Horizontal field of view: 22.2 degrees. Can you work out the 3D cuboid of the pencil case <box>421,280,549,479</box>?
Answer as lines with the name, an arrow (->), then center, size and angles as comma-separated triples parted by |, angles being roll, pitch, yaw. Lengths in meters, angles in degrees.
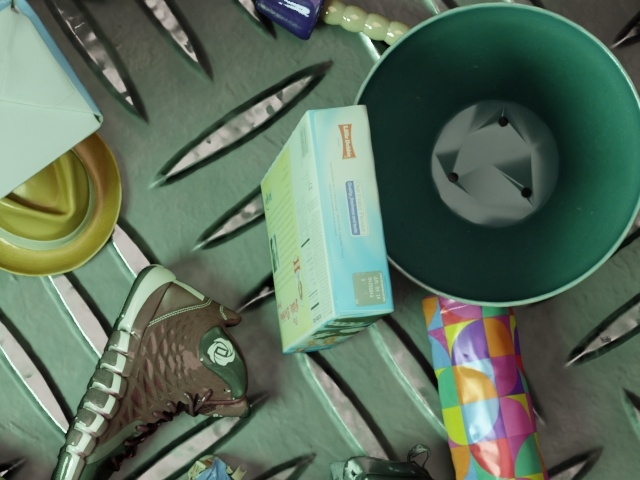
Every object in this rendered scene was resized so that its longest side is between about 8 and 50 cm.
pencil case -> 0.170, 0.160, 1.683 | 0.104, 0.104, 0.236 | -9, 84, -10

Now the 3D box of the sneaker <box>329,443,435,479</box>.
sneaker -> 0.018, 0.303, 1.634 | 0.268, 0.101, 0.153 | -21, 83, -17

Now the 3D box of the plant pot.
plant pot -> 0.176, -0.082, 1.646 | 0.290, 0.195, 0.290 | 0, 90, 5

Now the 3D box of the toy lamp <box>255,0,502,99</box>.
toy lamp -> 0.066, -0.225, 1.741 | 0.274, 0.080, 0.080 | 18, 78, -4

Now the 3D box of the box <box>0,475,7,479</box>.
box -> -0.330, 0.319, 1.542 | 0.231, 0.056, 0.183 | 29, 85, 21

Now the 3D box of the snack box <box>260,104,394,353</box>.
snack box -> 0.000, 0.000, 1.567 | 0.060, 0.322, 0.187 | -6, 82, -11

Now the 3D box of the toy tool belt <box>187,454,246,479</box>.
toy tool belt -> -0.095, 0.250, 1.648 | 0.083, 0.051, 0.052 | 39, 77, -1

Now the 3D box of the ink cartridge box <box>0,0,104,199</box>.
ink cartridge box -> -0.414, -0.106, 1.520 | 0.270, 0.395, 0.151 | -39, 114, -20

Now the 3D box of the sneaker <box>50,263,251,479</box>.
sneaker -> -0.157, 0.175, 1.627 | 0.162, 0.106, 0.281 | 24, 77, -7

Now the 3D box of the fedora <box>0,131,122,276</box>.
fedora -> -0.294, -0.060, 1.658 | 0.194, 0.079, 0.194 | 1, 81, -9
